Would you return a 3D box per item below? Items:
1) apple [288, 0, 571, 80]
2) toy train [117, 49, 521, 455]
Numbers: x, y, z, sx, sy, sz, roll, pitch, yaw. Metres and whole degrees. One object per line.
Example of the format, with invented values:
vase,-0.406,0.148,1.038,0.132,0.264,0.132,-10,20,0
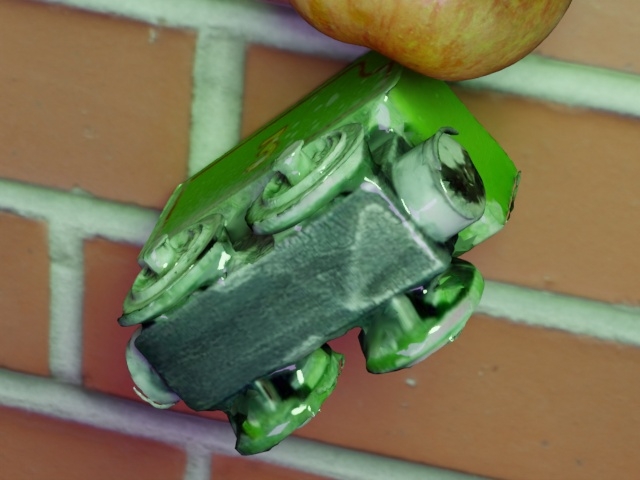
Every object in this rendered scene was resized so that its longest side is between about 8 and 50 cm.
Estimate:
apple,0.064,-0.194,1.112,0.209,0.209,0.164,17,109,3
toy train,0.000,0.000,1.235,0.307,0.249,0.173,-33,109,30
